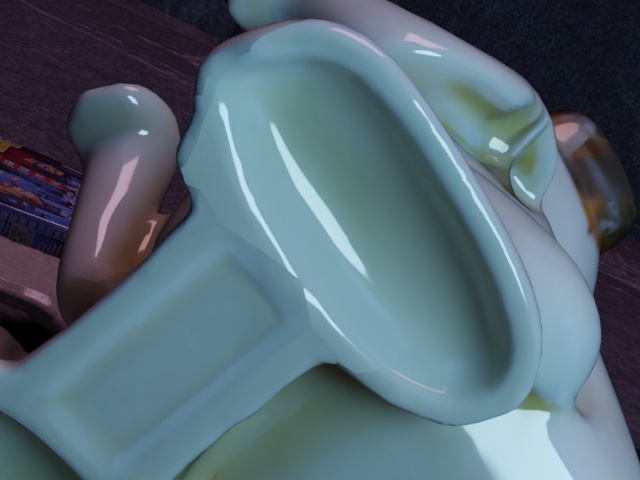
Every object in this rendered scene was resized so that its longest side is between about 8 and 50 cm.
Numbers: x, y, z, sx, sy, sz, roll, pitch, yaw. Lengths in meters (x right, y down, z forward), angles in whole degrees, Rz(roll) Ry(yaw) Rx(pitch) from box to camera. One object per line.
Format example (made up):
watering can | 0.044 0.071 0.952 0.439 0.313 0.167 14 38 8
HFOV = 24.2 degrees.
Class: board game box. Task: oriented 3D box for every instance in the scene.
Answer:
board game box | -0.175 0.001 1.046 0.194 0.060 0.194 25 12 -6

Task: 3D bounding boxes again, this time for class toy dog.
toy dog | 0.046 0.032 0.742 0.395 0.284 0.408 38 22 -4

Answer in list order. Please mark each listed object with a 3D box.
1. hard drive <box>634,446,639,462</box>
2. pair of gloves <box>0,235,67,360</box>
hard drive | 0.233 0.202 0.999 0.254 0.054 0.172 33 15 35
pair of gloves | -0.128 0.076 0.865 0.204 0.042 0.240 23 16 -34
